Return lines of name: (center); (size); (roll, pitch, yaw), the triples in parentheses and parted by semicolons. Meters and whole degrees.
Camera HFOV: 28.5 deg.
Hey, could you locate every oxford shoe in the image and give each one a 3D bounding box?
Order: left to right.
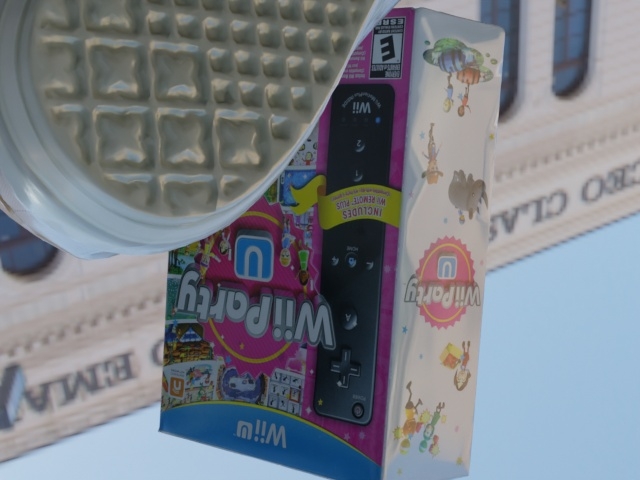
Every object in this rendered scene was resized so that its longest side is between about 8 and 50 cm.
oxford shoe: (-0.012, -0.157, 0.572); (0.130, 0.169, 0.449); (-22, -154, 51)

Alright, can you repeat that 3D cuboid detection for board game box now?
board game box: (0.000, 0.000, 0.875); (0.224, 0.303, 0.097); (6, -176, 43)
